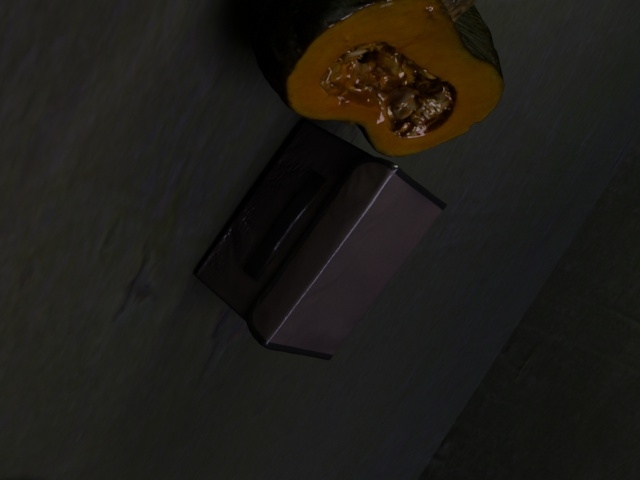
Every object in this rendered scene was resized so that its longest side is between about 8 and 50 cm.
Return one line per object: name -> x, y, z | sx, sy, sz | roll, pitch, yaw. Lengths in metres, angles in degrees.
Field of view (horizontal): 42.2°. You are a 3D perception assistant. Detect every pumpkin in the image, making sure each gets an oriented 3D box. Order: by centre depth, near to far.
pumpkin -> 0.078, -0.211, 0.843 | 0.222, 0.139, 0.317 | -38, 148, 23

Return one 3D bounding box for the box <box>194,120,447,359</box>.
box -> 0.000, 0.000, 1.026 | 0.252, 0.153, 0.188 | -56, 150, 5
